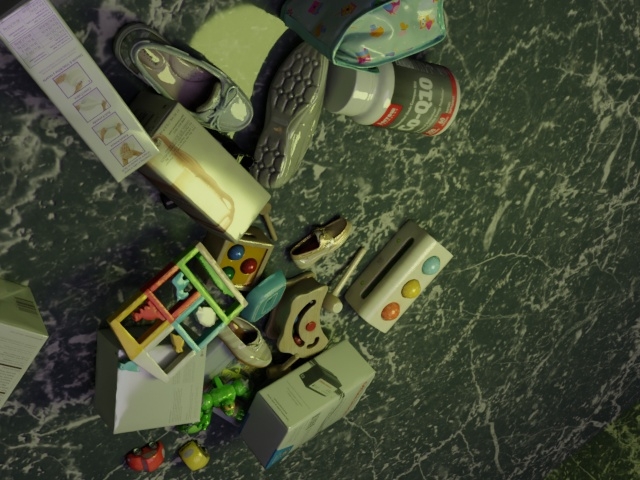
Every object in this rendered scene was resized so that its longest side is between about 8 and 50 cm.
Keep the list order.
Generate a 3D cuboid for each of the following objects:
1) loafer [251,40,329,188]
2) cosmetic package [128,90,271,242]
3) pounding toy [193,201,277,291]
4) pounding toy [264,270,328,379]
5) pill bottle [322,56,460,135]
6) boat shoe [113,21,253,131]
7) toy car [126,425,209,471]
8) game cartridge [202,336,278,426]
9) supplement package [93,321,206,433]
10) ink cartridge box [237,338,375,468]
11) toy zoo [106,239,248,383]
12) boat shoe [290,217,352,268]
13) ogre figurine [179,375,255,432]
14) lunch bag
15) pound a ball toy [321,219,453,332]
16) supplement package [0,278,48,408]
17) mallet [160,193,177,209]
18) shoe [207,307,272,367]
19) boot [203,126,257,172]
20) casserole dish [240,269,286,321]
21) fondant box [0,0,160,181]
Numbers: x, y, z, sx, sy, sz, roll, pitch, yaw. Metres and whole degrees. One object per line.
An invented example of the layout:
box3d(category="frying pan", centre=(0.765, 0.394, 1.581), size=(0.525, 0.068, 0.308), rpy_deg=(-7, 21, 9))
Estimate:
box3d(category="loafer", centre=(-0.057, -0.262, 1.651), size=(0.320, 0.112, 0.111), rpy_deg=(-66, 165, 19))
box3d(category="cosmetic package", centre=(-0.254, -0.139, 1.527), size=(0.129, 0.153, 0.296), rpy_deg=(-55, 131, -11))
box3d(category="pounding toy", centre=(-0.156, 0.008, 1.765), size=(0.181, 0.094, 0.206), rpy_deg=(10, 114, -38))
box3d(category="pounding toy", centre=(-0.034, 0.228, 1.952), size=(0.154, 0.155, 0.270), rpy_deg=(0, 117, -37))
box3d(category="pill bottle", centre=(0.148, -0.320, 1.694), size=(0.283, 0.161, 0.161), rpy_deg=(3, 118, -35))
box3d(category="boat shoe", centre=(-0.245, -0.292, 1.492), size=(0.118, 0.103, 0.320), rpy_deg=(-50, 133, 6))
box3d(category="toy car", centre=(-0.351, 0.506, 2.007), size=(0.239, 0.053, 0.225), rpy_deg=(13, 113, -39))
box3d(category="game cartridge", centre=(-0.222, 0.344, 1.984), size=(0.196, 0.060, 0.294), rpy_deg=(-47, 134, -3))
box3d(category="supplement package", centre=(-0.381, 0.300, 1.750), size=(0.203, 0.149, 0.194), rpy_deg=(-1, 103, -33))
box3d(category="ink cartridge box", centre=(-0.035, 0.415, 2.012), size=(0.307, 0.129, 0.223), rpy_deg=(-25, 153, -37))
box3d(category="toy zoo", centre=(-0.311, 0.165, 1.653), size=(0.293, 0.030, 0.192), rpy_deg=(-43, 120, -18))
box3d(category="boat shoe", centre=(0.000, 0.000, 1.885), size=(0.170, 0.063, 0.059), rpy_deg=(-39, 139, -3))
box3d(category="ogre figurine", centre=(-0.245, 0.393, 1.908), size=(0.197, 0.097, 0.118), rpy_deg=(-2, 140, -15))
box3d(category="lunch bag", centre=(0.077, -0.439, 1.521), size=(0.262, 0.223, 0.160), rpy_deg=(-29, 139, -13))
box3d(category="pound a ball toy", centre=(0.171, 0.103, 2.020), size=(0.319, 0.136, 0.208), rpy_deg=(-49, 134, 4))
box3d(category="supplement package", centre=(-0.688, 0.225, 1.505), size=(0.175, 0.177, 0.293), rpy_deg=(27, 104, -42))
box3d(category="mallet", centre=(-0.304, -0.153, 1.600), size=(0.062, 0.039, 0.190), rpy_deg=(-19, 125, -23))
box3d(category="shoe", centre=(-0.187, 0.233, 1.873), size=(0.058, 0.077, 0.219), rpy_deg=(-20, 129, 39))
box3d(category="boot", centre=(-0.193, -0.186, 1.603), size=(0.121, 0.099, 0.045), rpy_deg=(25, 103, -42))
box3d(category="casserole dish", centre=(-0.131, 0.136, 1.847), size=(0.114, 0.037, 0.188), rpy_deg=(-37, 166, -27))
box3d(category="fondant box", centre=(-0.421, -0.280, 1.291), size=(0.096, 0.238, 0.330), rpy_deg=(-38, 133, -6))
